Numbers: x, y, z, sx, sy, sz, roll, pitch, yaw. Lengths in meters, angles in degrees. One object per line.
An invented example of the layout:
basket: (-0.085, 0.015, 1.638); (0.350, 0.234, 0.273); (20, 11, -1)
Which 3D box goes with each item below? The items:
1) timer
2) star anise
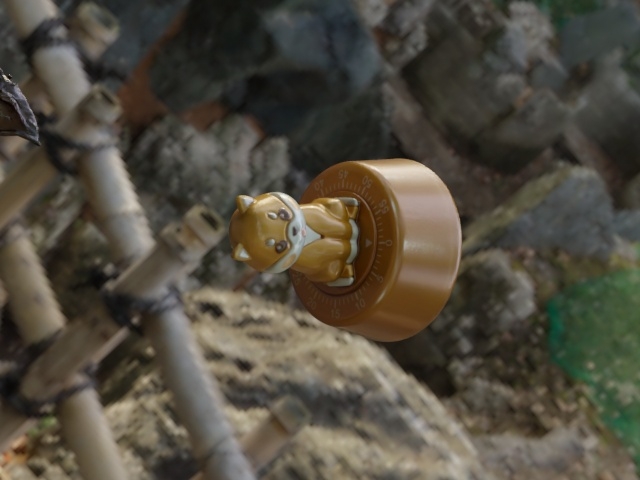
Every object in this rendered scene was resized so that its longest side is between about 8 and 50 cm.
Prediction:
timer: (0.000, 0.000, 1.030); (0.152, 0.132, 0.132); (8, 45, -43)
star anise: (-0.266, -0.153, 1.038); (0.140, 0.144, 0.158); (17, 11, -45)
